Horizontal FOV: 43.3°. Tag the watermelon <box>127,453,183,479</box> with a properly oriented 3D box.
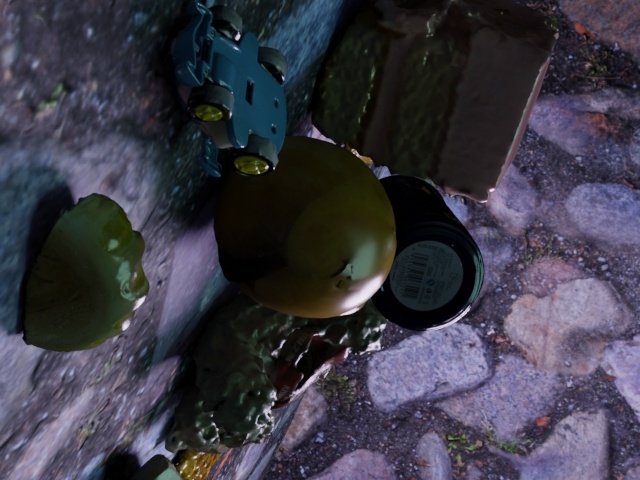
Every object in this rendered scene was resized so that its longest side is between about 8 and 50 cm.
[{"bbox_3d":[-0.226,0.441,1.204,0.193,0.231,0.310,-10,153,-36],"label":"watermelon"}]

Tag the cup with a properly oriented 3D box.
[{"bbox_3d":[0.096,0.003,1.197,0.256,0.255,0.178,-103,-149,-73],"label":"cup"}]

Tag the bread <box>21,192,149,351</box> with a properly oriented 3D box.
[{"bbox_3d":[-0.188,0.031,0.671,0.083,0.095,0.157,-42,149,-55],"label":"bread"}]

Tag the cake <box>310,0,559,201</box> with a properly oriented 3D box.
[{"bbox_3d":[0.191,-0.255,1.270,0.314,0.307,0.293,-50,161,-56],"label":"cake"}]

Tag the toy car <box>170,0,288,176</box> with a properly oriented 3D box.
[{"bbox_3d":[-0.102,-0.135,0.752,0.161,0.098,0.126,36,50,-53],"label":"toy car"}]

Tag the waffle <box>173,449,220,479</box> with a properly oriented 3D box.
[{"bbox_3d":[-0.217,0.394,1.564,0.228,0.051,0.231,-59,170,-26],"label":"waffle"}]

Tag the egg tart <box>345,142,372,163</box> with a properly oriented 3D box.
[{"bbox_3d":[0.111,-0.221,1.638,0.191,0.074,0.191,-58,167,-21],"label":"egg tart"}]

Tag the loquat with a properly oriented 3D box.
[{"bbox_3d":[-0.020,-0.015,1.008,0.235,0.235,0.235,-61,170,-19],"label":"loquat"}]

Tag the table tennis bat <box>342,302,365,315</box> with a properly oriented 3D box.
[{"bbox_3d":[-0.021,0.022,1.299,0.320,0.199,0.050,-95,-154,-63],"label":"table tennis bat"}]

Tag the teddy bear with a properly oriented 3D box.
[{"bbox_3d":[-0.102,0.237,1.323,0.357,0.224,0.367,-28,149,-41],"label":"teddy bear"}]
